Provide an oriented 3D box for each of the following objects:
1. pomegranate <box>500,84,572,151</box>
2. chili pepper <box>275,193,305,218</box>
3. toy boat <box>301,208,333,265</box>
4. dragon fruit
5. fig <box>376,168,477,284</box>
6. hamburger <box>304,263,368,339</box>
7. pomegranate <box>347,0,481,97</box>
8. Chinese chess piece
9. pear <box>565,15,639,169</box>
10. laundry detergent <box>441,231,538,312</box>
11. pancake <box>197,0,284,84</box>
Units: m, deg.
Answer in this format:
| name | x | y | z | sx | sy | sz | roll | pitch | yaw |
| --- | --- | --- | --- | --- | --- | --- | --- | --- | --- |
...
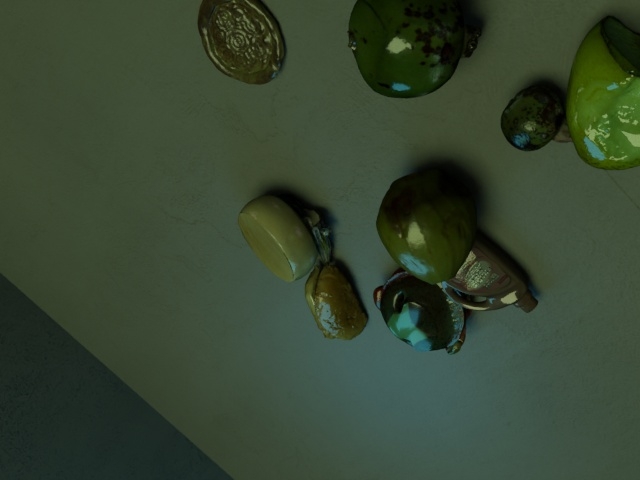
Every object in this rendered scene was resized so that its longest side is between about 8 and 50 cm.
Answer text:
| name | x | y | z | sx | sy | sz | roll | pitch | yaw |
| --- | --- | --- | --- | --- | --- | --- | --- | --- | --- |
| pomegranate | 0.448 | -0.249 | 1.692 | 0.138 | 0.163 | 0.125 | -59 | 44 | 46 |
| chili pepper | -0.078 | -0.093 | 2.248 | 0.118 | 0.035 | 0.055 | 29 | 122 | 7 |
| toy boat | 0.000 | 0.000 | 2.248 | 0.084 | 0.066 | 0.210 | 57 | 168 | 43 |
| dragon fruit | 0.268 | 0.179 | 2.172 | 0.268 | 0.130 | 0.295 | 29 | 137 | 4 |
| fig | 0.251 | -0.026 | 1.914 | 0.239 | 0.239 | 0.271 | -1 | 117 | 36 |
| hamburger | 0.038 | 0.188 | 2.337 | 0.124 | 0.131 | 0.262 | 0 | 130 | 35 |
| pomegranate | 0.188 | -0.404 | 1.649 | 0.270 | 0.254 | 0.254 | 2 | 131 | 2 |
| Chinese chess piece | -0.115 | -0.006 | 2.246 | 0.251 | 0.097 | 0.251 | 43 | 158 | 23 |
| pear | 0.566 | -0.247 | 1.566 | 0.292 | 0.159 | 0.292 | 21 | 138 | 21 |
| laundry detergent | 0.402 | 0.107 | 2.020 | 0.237 | 0.076 | 0.171 | 43 | 116 | -5 |
| pancake | -0.197 | -0.486 | 1.995 | 0.250 | 0.031 | 0.250 | 20 | 136 | 21 |
